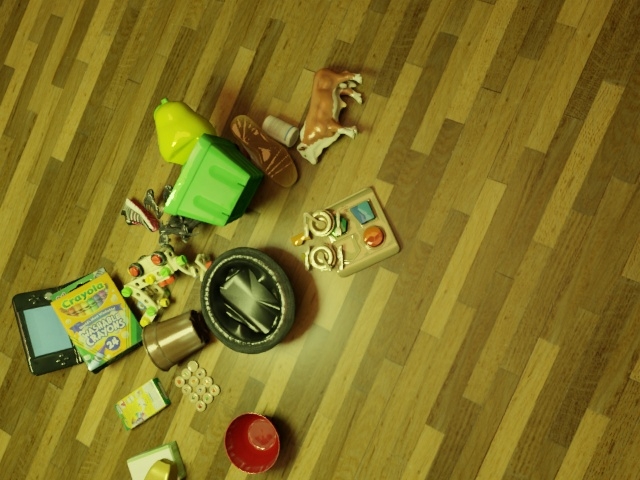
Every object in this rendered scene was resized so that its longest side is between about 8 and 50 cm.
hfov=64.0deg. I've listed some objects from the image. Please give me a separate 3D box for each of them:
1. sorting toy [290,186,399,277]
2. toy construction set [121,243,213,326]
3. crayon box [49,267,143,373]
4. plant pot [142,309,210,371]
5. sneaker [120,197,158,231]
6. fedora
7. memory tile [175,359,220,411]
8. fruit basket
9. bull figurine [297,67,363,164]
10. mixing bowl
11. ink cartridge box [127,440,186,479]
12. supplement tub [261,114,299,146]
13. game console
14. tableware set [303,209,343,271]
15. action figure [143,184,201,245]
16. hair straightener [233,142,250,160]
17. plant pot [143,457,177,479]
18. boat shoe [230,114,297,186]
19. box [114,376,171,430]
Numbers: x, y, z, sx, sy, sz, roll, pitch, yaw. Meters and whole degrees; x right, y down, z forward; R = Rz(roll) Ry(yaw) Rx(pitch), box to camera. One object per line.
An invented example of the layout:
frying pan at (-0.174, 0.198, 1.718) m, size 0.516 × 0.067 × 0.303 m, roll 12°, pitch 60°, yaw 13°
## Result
sorting toy at (0.067, -0.006, 1.612) m, size 0.307 × 0.041 × 0.229 m, roll -26°, pitch 80°, yaw 11°
toy construction set at (-0.505, 0.131, 1.678) m, size 0.327 × 0.151 × 0.215 m, roll -29°, pitch 106°, yaw 10°
crayon box at (-0.757, 0.257, 1.736) m, size 0.203 × 0.083 × 0.323 m, roll -32°, pitch 77°, yaw -22°
plant pot at (-0.462, 0.317, 1.671) m, size 0.165 × 0.167 × 0.167 m, roll -25°, pitch 80°, yaw 4°
sneaker at (-0.635, -0.072, 1.788) m, size 0.170 × 0.063 × 0.075 m, roll 39°, pitch 96°, yaw 19°
fedora at (-0.211, 0.187, 1.611) m, size 0.333 × 0.152 × 0.335 m, roll -2°, pitch 83°, yaw 16°
memory tile at (-0.413, 0.486, 1.714) m, size 0.148 × 0.012 × 0.113 m, roll 44°, pitch 97°, yaw 14°
fruit basket at (-0.370, -0.229, 1.530) m, size 0.391 × 0.392 × 0.283 m, roll 32°, pitch 98°, yaw 14°
bull figurine at (0.029, -0.394, 1.622) m, size 0.188 × 0.101 × 0.311 m, roll 7°, pitch 90°, yaw 11°
mixing bowl at (-0.199, 0.621, 1.605) m, size 0.181 × 0.098 × 0.182 m, roll -1°, pitch 85°, yaw 14°
ink cartridge box at (-0.526, 0.810, 1.697) m, size 0.171 × 0.056 × 0.235 m, roll -24°, pitch 82°, yaw 12°
supplement tub at (-0.130, -0.357, 1.674) m, size 0.107 × 0.071 × 0.071 m, roll 30°, pitch 94°, yaw 14°
game console at (-0.879, 0.283, 1.774) m, size 0.173 × 0.250 × 0.293 m, roll -28°, pitch 78°, yaw 38°
tableware set at (0.000, 0.000, 1.598) m, size 0.128 × 0.039 × 0.194 m, roll -3°, pitch 88°, yaw 20°
action figure at (-0.476, -0.066, 1.692) m, size 0.164 × 0.141 × 0.276 m, roll -26°, pitch 52°, yaw -22°
hair straightener at (-0.275, -0.215, 1.720) m, size 0.088 × 0.047 × 0.231 m, roll -5°, pitch 89°, yaw 15°
plant pot at (-0.502, 0.745, 1.630) m, size 0.081 × 0.081 × 0.083 m, roll 16°, pitch 80°, yaw 15°
boat shoe at (-0.180, -0.291, 1.673) m, size 0.098 × 0.096 × 0.277 m, roll -41°, pitch 98°, yaw -4°
box at (-0.609, 0.560, 1.744) m, size 0.179 × 0.043 × 0.105 m, roll -34°, pitch 79°, yaw 7°
